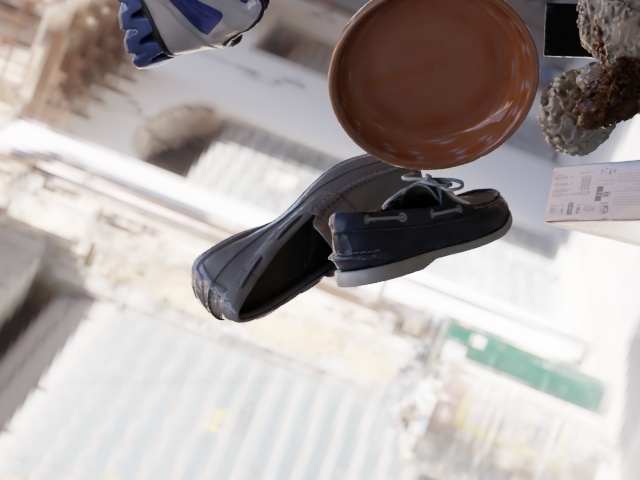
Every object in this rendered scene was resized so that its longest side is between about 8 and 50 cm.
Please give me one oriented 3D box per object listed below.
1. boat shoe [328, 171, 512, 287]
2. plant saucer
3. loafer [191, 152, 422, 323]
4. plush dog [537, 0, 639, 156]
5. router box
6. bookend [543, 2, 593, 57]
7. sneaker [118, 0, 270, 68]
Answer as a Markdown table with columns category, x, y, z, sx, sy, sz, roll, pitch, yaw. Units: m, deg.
| category | x | y | z | sx | sy | sz | roll | pitch | yaw |
| --- | --- | --- | --- | --- | --- | --- | --- | --- | --- |
| boat shoe | 0.096 | -0.021 | 1.583 | 0.254 | 0.095 | 0.079 | -20 | -78 | -43 |
| plant saucer | 0.106 | -0.160 | 1.570 | 0.037 | 0.200 | 0.200 | -94 | 21 | -56 |
| loafer | 0.000 | 0.000 | 1.943 | 0.319 | 0.111 | 0.112 | -34 | -50 | -17 |
| plush dog | 0.322 | -0.210 | 1.633 | 0.225 | 0.211 | 0.262 | 1 | -84 | -76 |
| router box | 0.507 | -0.032 | 2.185 | 0.335 | 0.301 | 0.082 | 179 | 103 | -71 |
| bookend | 0.378 | -0.285 | 2.269 | 0.157 | 0.156 | 0.072 | -70 | -18 | -84 |
| sneaker | -0.144 | -0.318 | 1.819 | 0.315 | 0.182 | 0.127 | 73 | -161 | -53 |
